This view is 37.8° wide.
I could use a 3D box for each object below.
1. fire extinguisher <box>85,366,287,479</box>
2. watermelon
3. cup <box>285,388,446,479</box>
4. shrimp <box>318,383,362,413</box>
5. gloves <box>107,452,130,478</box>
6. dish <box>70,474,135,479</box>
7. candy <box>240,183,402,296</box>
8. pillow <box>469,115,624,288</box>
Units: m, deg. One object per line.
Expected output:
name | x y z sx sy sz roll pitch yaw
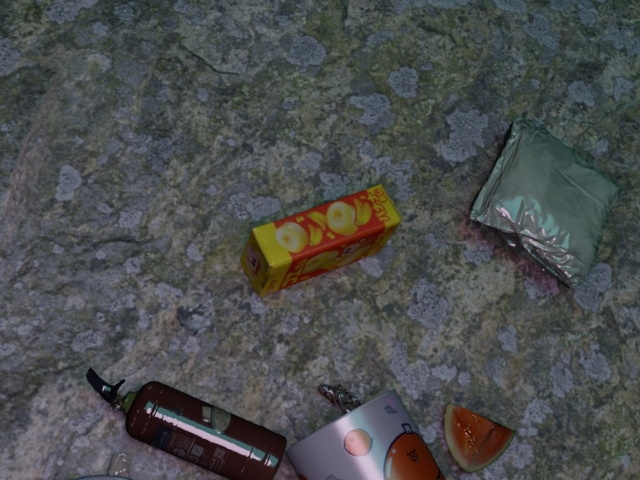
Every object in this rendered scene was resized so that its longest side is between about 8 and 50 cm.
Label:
fire extinguisher | -0.225 0.296 1.527 0.344 0.138 0.102 25 59 -5
watermelon | 0.296 0.342 1.679 0.135 0.094 0.125 -2 59 -21
cup | 0.110 0.432 1.522 0.212 0.212 0.317 -25 77 -24
shrimp | 0.039 0.281 1.672 0.092 0.029 0.038 40 54 -2
gloves | -0.330 0.376 1.522 0.044 0.037 0.081 -14 73 17
dish | -0.324 0.502 1.409 0.273 0.134 0.273 19 32 -12
candy | 0.000 0.000 1.723 0.276 0.146 0.088 -21 72 -22
pillow | 0.460 -0.074 1.889 0.283 0.138 0.310 31 59 -1
